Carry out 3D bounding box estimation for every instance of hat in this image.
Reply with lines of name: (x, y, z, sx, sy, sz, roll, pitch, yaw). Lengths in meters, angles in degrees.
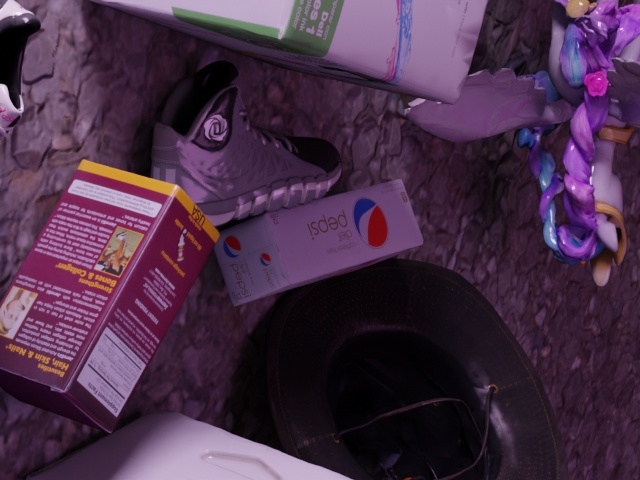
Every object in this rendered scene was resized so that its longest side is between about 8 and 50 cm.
hat: (0.072, 0.185, 1.874, 0.331, 0.331, 0.134, -46, 177, -37)

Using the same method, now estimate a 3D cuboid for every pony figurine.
pony figurine: (0.275, -0.168, 2.002, 0.351, 0.302, 0.363, 46, 49, -62)

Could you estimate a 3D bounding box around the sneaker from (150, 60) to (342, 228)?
sneaker: (-0.059, -0.093, 1.670, 0.228, 0.086, 0.132, -22, 118, -49)

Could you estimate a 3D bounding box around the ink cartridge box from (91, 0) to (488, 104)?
ink cartridge box: (-0.020, -0.203, 1.576, 0.278, 0.201, 0.117, 12, 93, -57)

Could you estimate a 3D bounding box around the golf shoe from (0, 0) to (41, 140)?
golf shoe: (-0.255, -0.087, 1.385, 0.067, 0.086, 0.186, 13, 93, -58)

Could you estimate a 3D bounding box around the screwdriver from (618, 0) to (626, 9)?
screwdriver: (0.358, -0.298, 2.259, 0.025, 0.024, 0.170, 36, 78, -24)

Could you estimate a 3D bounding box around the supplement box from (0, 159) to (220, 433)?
supplement box: (-0.175, 0.043, 1.532, 0.188, 0.104, 0.081, -62, 145, -18)

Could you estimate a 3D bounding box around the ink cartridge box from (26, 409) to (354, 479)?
ink cartridge box: (-0.091, 0.371, 1.628, 0.160, 0.279, 0.385, -24, 121, -47)

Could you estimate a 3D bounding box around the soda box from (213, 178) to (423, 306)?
soda box: (0.000, 0.000, 1.779, 0.216, 0.074, 0.069, -17, 86, -53)
